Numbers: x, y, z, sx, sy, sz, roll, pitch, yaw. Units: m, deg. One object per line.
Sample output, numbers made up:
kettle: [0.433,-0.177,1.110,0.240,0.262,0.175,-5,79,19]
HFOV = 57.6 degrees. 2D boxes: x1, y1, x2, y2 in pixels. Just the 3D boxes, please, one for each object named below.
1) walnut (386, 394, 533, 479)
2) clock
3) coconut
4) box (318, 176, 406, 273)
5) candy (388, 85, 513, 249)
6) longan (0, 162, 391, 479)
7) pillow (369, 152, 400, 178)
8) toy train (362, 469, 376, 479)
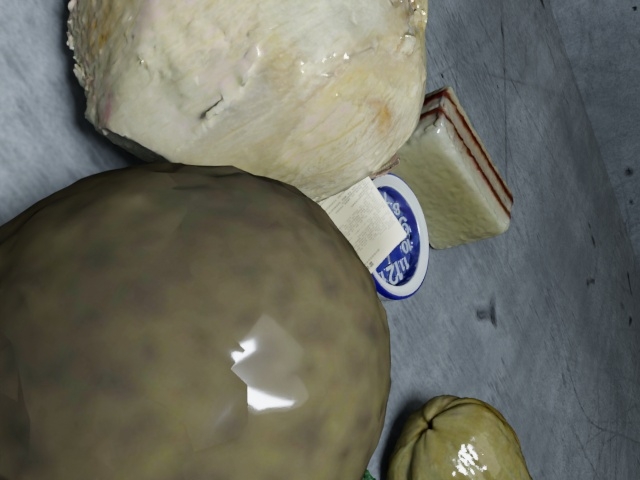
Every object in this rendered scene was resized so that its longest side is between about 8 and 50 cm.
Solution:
walnut: [0.239,0.407,1.009,0.282,0.227,0.283,-5,106,-18]
clock: [0.108,-0.005,1.058,0.230,0.083,0.231,14,72,-50]
coconut: [-0.045,-0.235,0.665,0.404,0.404,0.405,14,71,-47]
box: [0.000,0.000,0.857,0.212,0.095,0.168,-45,117,-16]
candy: [0.243,-0.129,1.167,0.321,0.179,0.135,50,46,-31]
longan: [-0.130,0.114,0.518,0.391,0.391,0.391,14,71,-47]
pillow: [0.054,-0.199,1.023,0.211,0.034,0.135,50,39,3]
toy train: [-0.011,0.421,0.737,0.159,0.188,0.272,-8,90,-49]
